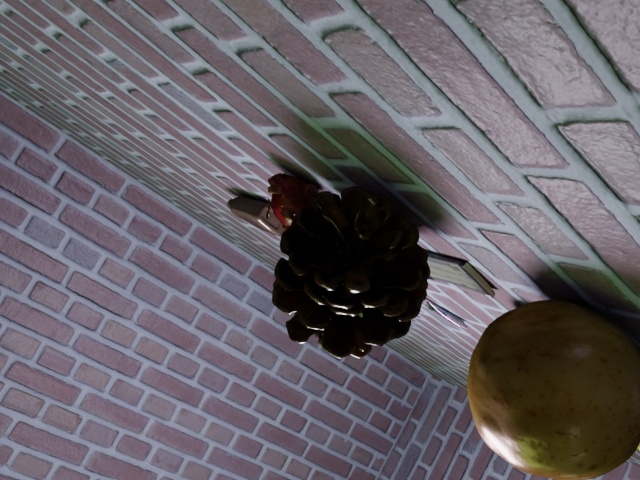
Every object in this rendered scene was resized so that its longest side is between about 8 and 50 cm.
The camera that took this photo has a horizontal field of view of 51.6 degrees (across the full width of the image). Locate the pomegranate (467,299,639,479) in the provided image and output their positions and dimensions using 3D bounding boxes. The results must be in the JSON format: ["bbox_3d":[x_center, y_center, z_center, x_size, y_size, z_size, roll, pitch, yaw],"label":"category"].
[{"bbox_3d":[0.512,0.306,1.360,0.410,0.410,0.410,29,170,6],"label":"pomegranate"}]

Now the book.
[{"bbox_3d":[0.314,0.073,1.662,0.157,0.026,0.231,41,165,-36],"label":"book"}]

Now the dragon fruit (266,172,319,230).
[{"bbox_3d":[-0.062,-0.095,1.617,0.133,0.136,0.165,-28,98,42],"label":"dragon fruit"}]

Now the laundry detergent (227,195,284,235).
[{"bbox_3d":[-0.207,-0.080,2.197,0.171,0.076,0.237,37,168,-37],"label":"laundry detergent"}]

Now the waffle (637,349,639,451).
[{"bbox_3d":[0.705,0.365,1.486,0.250,0.056,0.261,23,126,21],"label":"waffle"}]

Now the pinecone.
[{"bbox_3d":[0.057,0.045,1.403,0.385,0.384,0.384,29,170,6],"label":"pinecone"}]

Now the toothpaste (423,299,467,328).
[{"bbox_3d":[0.412,0.243,2.188,0.170,0.028,0.045,32,163,6],"label":"toothpaste"}]

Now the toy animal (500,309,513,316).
[{"bbox_3d":[0.520,0.243,1.637,0.179,0.138,0.166,43,145,-24],"label":"toy animal"}]
